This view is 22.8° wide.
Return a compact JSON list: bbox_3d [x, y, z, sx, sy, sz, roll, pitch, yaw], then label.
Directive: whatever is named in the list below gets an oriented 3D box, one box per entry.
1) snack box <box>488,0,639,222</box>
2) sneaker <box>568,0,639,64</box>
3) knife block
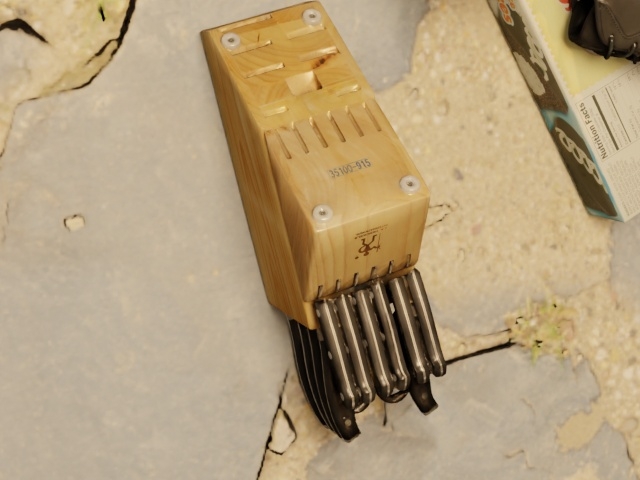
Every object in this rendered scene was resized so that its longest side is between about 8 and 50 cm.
[{"bbox_3d":[0.226,-0.198,1.203,0.187,0.060,0.322,-32,107,-13],"label":"snack box"},{"bbox_3d":[0.251,-0.166,1.139,0.286,0.109,0.130,42,90,-11],"label":"sneaker"},{"bbox_3d":[0.000,0.000,1.152,0.088,0.242,0.275,-18,59,-18],"label":"knife block"}]
